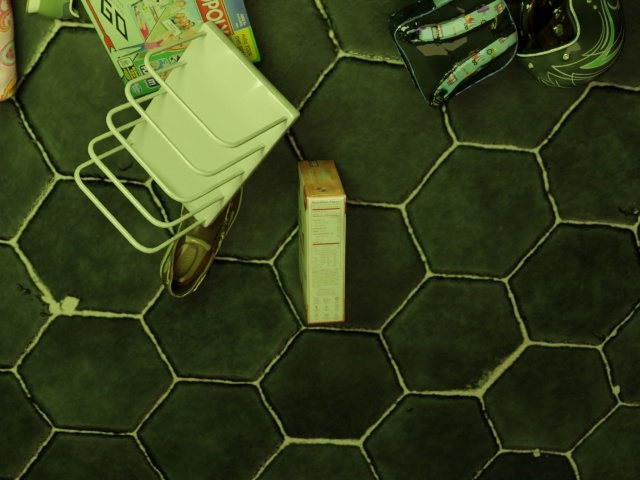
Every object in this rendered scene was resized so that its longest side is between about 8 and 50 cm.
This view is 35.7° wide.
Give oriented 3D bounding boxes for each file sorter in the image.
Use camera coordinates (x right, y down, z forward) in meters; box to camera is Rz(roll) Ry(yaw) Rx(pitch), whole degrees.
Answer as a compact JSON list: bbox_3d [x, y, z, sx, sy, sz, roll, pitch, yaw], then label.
[{"bbox_3d":[-0.209,-0.141,1.454,0.193,0.173,0.277,47,130,4],"label":"file sorter"}]

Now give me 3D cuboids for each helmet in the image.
[{"bbox_3d":[0.388,-0.317,1.539,0.170,0.169,0.161,2,97,-9],"label":"helmet"}]

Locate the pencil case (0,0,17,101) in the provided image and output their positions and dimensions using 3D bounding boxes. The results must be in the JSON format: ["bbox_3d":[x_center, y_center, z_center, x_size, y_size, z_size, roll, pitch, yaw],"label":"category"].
[{"bbox_3d":[-0.508,-0.334,1.432,0.124,0.124,0.284,0,116,-8],"label":"pencil case"}]

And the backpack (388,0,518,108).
[{"bbox_3d":[0.209,-0.315,1.541,0.173,0.117,0.158,-28,116,7],"label":"backpack"}]

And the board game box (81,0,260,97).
[{"bbox_3d":[-0.220,-0.341,1.418,0.214,0.046,0.317,-15,151,1],"label":"board game box"}]

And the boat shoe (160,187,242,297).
[{"bbox_3d":[-0.192,-0.015,1.647,0.095,0.095,0.257,16,113,-15],"label":"boat shoe"}]

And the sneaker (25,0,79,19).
[{"bbox_3d":[-0.368,-0.412,1.450,0.086,0.064,0.192,13,114,-22],"label":"sneaker"}]

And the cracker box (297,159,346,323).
[{"bbox_3d":[0.000,0.000,1.648,0.067,0.155,0.232,-2,116,-6],"label":"cracker box"}]
